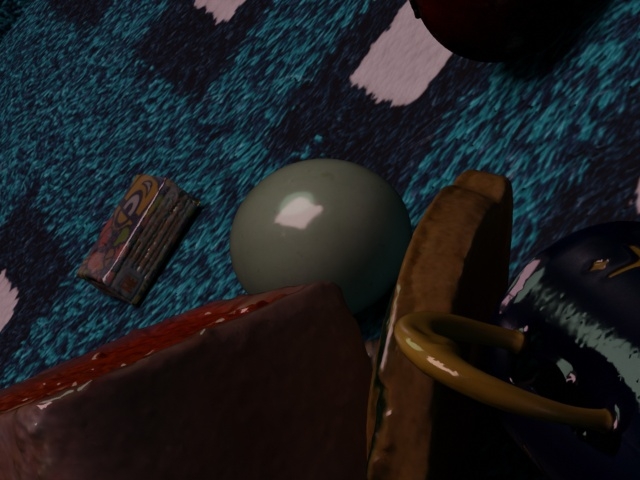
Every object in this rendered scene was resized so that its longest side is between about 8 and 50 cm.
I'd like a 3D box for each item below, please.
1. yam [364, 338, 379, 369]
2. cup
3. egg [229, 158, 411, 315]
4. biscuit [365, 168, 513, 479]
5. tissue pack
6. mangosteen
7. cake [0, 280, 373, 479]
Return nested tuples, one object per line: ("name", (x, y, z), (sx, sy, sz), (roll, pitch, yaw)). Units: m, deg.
("yam", (-0.020, 0.173, 1.663), (0.241, 0.057, 0.057), (-43, 25, 21))
("cup", (0.184, 0.118, 1.134), (0.255, 0.178, 0.256), (-12, 21, -13))
("egg", (0.000, 0.000, 1.742), (0.192, 0.149, 0.149), (-20, 40, 53))
("biscuit", (0.082, 0.106, 1.368), (0.344, 0.057, 0.287), (-54, -31, -66))
("tissue pack", (-0.216, -0.002, 2.265), (0.148, 0.060, 0.108), (-59, 23, -10))
("mangosteen", (0.174, -0.256, 1.775), (0.200, 0.200, 0.200), (-42, 26, 26))
("cake", (-0.105, 0.178, 1.457), (0.309, 0.230, 0.237), (-25, 9, -33))
